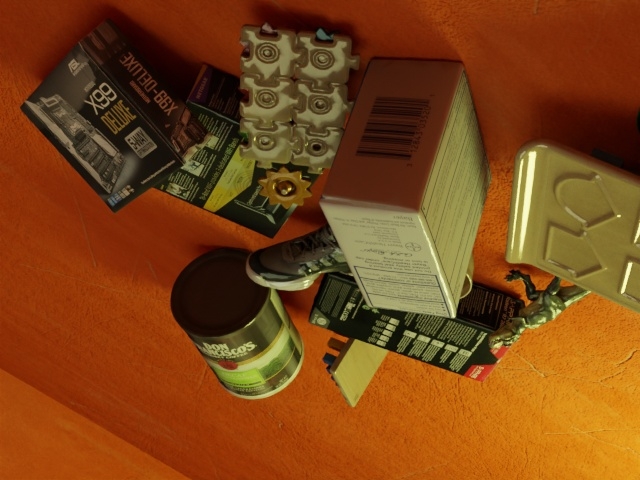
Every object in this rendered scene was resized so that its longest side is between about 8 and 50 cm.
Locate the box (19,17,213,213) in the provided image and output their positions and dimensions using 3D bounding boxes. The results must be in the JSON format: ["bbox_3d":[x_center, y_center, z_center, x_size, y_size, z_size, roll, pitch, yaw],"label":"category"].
[{"bbox_3d":[-0.334,-0.191,1.917,0.242,0.076,0.307,49,148,-11],"label":"box"}]

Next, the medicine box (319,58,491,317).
[{"bbox_3d":[0.136,-0.074,1.755,0.149,0.263,0.289,6,149,22],"label":"medicine box"}]

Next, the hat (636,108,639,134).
[{"bbox_3d":[0.493,-0.089,1.605,0.208,0.183,0.173,26,150,-13],"label":"hat"}]

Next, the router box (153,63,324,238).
[{"bbox_3d":[-0.134,-0.138,1.986,0.243,0.081,0.309,24,151,-10],"label":"router box"}]

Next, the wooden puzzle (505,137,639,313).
[{"bbox_3d":[0.451,-0.012,1.745,0.348,0.080,0.322,21,152,17],"label":"wooden puzzle"}]

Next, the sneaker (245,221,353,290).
[{"bbox_3d":[0.000,0.000,2.090,0.269,0.101,0.153,-7,142,-6],"label":"sneaker"}]

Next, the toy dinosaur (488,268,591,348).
[{"bbox_3d":[0.395,0.094,2.091,0.268,0.064,0.118,-28,108,25],"label":"toy dinosaur"}]

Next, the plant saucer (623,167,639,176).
[{"bbox_3d":[0.492,-0.014,1.858,0.278,0.041,0.278,19,152,11],"label":"plant saucer"}]

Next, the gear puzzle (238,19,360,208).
[{"bbox_3d":[-0.036,-0.181,1.793,0.175,0.044,0.339,6,132,2],"label":"gear puzzle"}]

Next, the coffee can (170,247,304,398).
[{"bbox_3d":[-0.162,0.171,2.413,0.201,0.201,0.275,6,150,21],"label":"coffee can"}]

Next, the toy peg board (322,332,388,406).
[{"bbox_3d":[0.058,0.228,2.444,0.079,0.160,0.161,21,155,29],"label":"toy peg board"}]

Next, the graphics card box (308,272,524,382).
[{"bbox_3d":[0.176,0.137,2.271,0.371,0.094,0.233,18,152,-1],"label":"graphics card box"}]

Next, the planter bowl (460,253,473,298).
[{"bbox_3d":[0.190,0.016,2.039,0.162,0.109,0.162,14,151,8],"label":"planter bowl"}]
